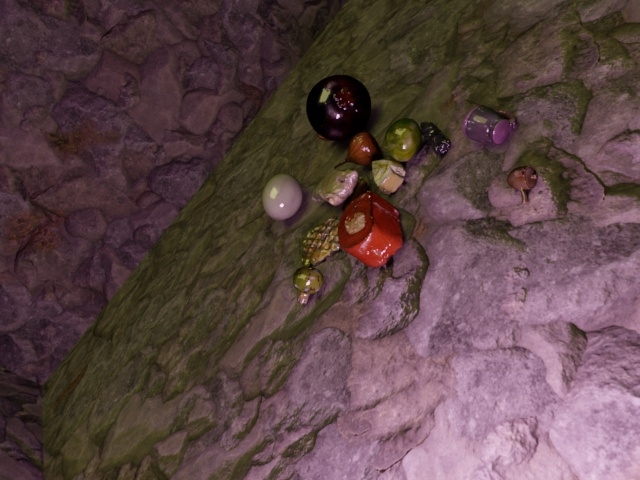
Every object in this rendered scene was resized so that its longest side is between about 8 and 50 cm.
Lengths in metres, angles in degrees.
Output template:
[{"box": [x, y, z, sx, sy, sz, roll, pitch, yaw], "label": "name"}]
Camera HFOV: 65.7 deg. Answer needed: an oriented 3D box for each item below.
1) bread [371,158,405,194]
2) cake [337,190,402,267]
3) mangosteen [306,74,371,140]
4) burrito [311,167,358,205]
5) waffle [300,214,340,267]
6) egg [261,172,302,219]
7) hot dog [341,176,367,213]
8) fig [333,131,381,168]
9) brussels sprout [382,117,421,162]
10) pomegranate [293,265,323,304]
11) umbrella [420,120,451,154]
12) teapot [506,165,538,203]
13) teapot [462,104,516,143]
[{"box": [0.259, -0.258, 1.857, 0.110, 0.103, 0.156, -39, 39, 29], "label": "bread"}, {"box": [0.166, -0.035, 1.691, 0.177, 0.151, 0.283, -44, 28, 32], "label": "cake"}, {"box": [0.083, -0.612, 2.333, 0.307, 0.307, 0.347, -53, 3, -7], "label": "mangosteen"}, {"box": [0.066, -0.218, 2.007, 0.175, 0.107, 0.348, -42, 12, -6], "label": "burrito"}, {"box": [-0.002, -0.002, 1.956, 0.223, 0.054, 0.204, -33, 33, 27], "label": "waffle"}, {"box": [-0.175, -0.203, 2.275, 0.186, 0.186, 0.253, -22, 41, 38], "label": "egg"}, {"box": [0.139, -0.171, 1.960, 0.188, 0.055, 0.072, -62, 11, -28], "label": "hot dog"}, {"box": [0.152, -0.352, 2.062, 0.201, 0.146, 0.134, -38, 16, 17], "label": "fig"}, {"box": [0.311, -0.380, 1.877, 0.143, 0.162, 0.180, -8, 11, -18], "label": "brussels sprout"}, {"box": [-0.049, 0.162, 1.794, 0.114, 0.114, 0.142, 38, 116, 60], "label": "pomegranate"}, {"box": [0.418, -0.390, 1.849, 0.066, 0.059, 0.236, -25, 35, 5], "label": "umbrella"}, {"box": [0.561, -0.157, 1.386, 0.080, 0.085, 0.110, -2, 74, 53], "label": "teapot"}, {"box": [0.560, -0.370, 1.621, 0.146, 0.148, 0.116, 43, 128, 49], "label": "teapot"}]
